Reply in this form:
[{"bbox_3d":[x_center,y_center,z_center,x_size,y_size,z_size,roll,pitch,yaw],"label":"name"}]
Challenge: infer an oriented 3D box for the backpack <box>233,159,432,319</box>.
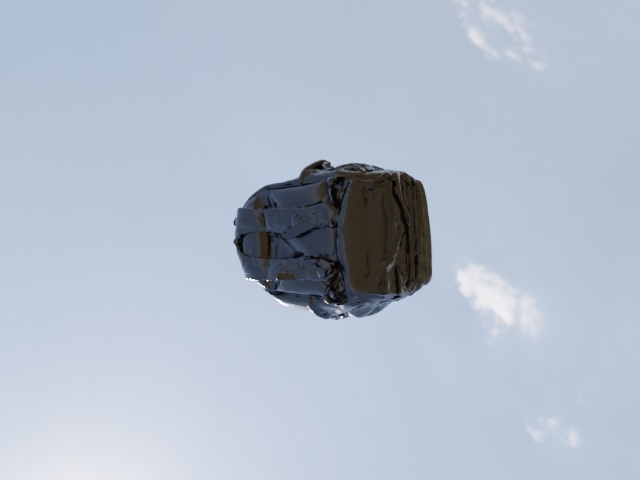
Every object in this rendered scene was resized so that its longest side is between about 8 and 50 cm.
[{"bbox_3d":[0.000,0.000,0.899,0.133,0.258,0.206,-4,-88,-54],"label":"backpack"}]
